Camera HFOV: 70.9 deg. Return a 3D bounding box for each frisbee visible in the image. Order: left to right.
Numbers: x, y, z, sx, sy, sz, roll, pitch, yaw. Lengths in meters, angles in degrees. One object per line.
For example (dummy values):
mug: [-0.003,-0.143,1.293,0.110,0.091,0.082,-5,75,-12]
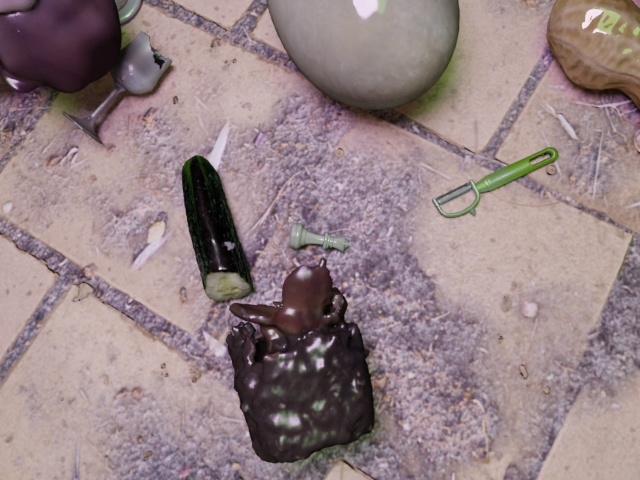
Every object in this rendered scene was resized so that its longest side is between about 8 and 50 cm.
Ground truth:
frisbee: [-0.395,-0.457,0.859,0.110,0.014,0.110,-1,77,5]

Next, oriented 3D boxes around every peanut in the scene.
peanut: [0.474,-0.272,0.681,0.298,0.120,0.136,40,107,12]

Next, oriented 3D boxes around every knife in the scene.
knife: [0.282,-0.089,0.707,0.212,0.015,0.054,-26,76,-1]

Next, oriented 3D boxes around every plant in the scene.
plant: [-0.031,0.156,0.591,0.178,0.204,0.234,-16,86,-8]

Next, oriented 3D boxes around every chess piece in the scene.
chess piece: [0.000,0.000,0.702,0.093,0.042,0.042,11,78,2]

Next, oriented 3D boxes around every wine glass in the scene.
wine glass: [-0.345,-0.265,0.776,0.079,0.079,0.195,38,85,12]

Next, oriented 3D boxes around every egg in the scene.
egg: [0.055,-0.355,0.669,0.258,0.258,0.352,-24,75,0]

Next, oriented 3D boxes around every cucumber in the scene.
cucumber: [-0.172,-0.025,0.708,0.074,0.074,0.241,-20,73,1]

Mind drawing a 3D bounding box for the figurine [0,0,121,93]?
figurine: [-0.477,-0.344,0.699,0.365,0.206,0.218,9,46,26]
